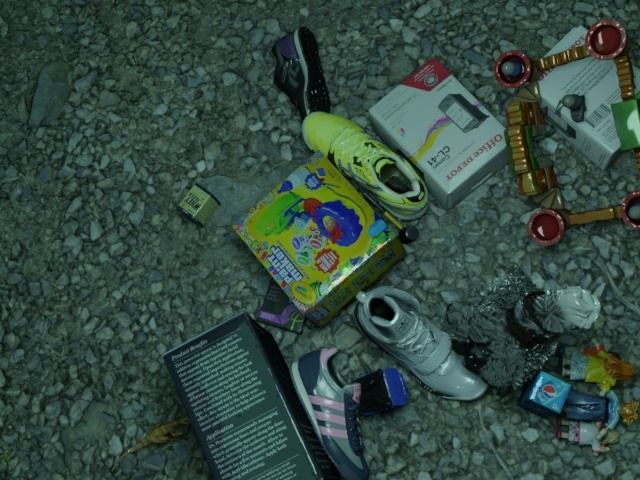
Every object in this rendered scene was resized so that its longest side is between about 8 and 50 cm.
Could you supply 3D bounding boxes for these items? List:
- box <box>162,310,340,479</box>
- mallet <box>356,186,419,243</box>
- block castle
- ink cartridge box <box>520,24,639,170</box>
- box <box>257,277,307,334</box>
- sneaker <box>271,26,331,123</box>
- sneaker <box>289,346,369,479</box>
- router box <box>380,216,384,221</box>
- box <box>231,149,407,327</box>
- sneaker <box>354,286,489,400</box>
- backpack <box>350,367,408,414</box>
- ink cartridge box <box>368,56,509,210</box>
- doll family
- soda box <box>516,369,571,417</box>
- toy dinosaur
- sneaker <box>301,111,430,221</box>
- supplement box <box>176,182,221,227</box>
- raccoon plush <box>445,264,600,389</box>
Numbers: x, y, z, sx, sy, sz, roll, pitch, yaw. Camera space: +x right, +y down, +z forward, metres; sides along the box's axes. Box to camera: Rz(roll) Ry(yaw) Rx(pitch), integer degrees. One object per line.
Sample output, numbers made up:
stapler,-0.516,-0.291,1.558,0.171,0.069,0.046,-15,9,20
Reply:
box,-0.146,0.398,1.771,0.211,0.293,0.396,-27,71,0
mallet,0.165,-0.064,1.940,0.189,0.062,0.039,45,74,-10
block castle,0.576,-0.233,1.778,0.302,0.212,0.454,-11,93,34
ink cartridge box,0.667,-0.352,1.949,0.211,0.121,0.289,-43,72,-4
box,-0.077,0.141,1.974,0.116,0.029,0.162,15,75,13
sneaker,-0.059,-0.414,2.116,0.124,0.107,0.284,-16,77,34
sneaker,0.050,0.392,1.794,0.131,0.112,0.319,-31,78,13
router box,0.105,-0.002,1.982,0.122,0.038,0.092,-10,72,6
box,0.000,0.000,1.888,0.279,0.177,0.290,-41,69,0
sneaker,0.221,0.233,1.803,0.365,0.210,0.137,36,82,17
backpack,0.136,0.356,1.842,0.120,0.101,0.098,-27,66,36
ink cartridge box,0.301,-0.267,1.981,0.226,0.131,0.306,-40,70,-4
doll family,0.615,0.341,1.755,0.163,0.118,0.263,4,74,10
soda box,0.484,0.338,1.728,0.071,0.210,0.067,24,80,13
toy dinosaur,-0.396,0.466,1.886,0.211,0.112,0.064,-32,72,0
sneaker,0.119,-0.208,1.964,0.384,0.147,0.145,36,79,10
supplement box,-0.314,-0.090,2.052,0.056,0.083,0.083,35,83,18
raccoon plush,0.484,0.154,1.683,0.299,0.446,0.216,-32,100,-34
